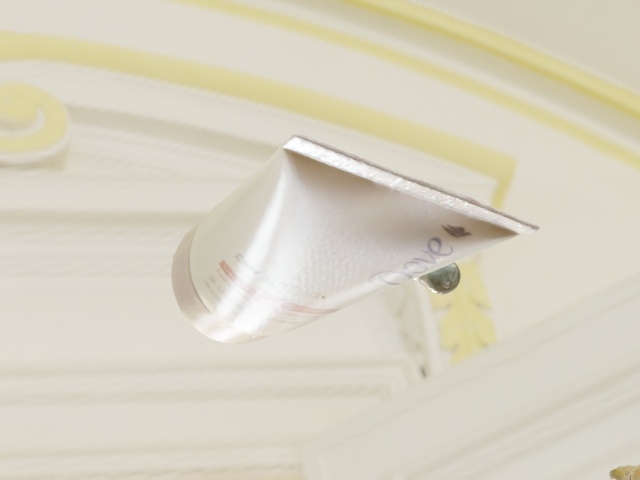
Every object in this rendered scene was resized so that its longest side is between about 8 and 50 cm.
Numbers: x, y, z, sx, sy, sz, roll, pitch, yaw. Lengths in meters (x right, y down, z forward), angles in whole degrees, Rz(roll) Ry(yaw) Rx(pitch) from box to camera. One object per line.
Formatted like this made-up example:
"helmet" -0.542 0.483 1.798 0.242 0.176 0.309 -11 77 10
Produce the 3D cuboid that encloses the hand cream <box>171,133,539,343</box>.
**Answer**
"hand cream" 0.000 0.000 0.780 0.133 0.083 0.248 17 -18 -19

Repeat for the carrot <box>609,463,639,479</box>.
"carrot" 0.329 0.165 0.733 0.241 0.341 0.241 -25 -36 -20

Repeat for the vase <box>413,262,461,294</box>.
"vase" 0.071 -0.005 1.283 0.060 0.211 0.060 -8 -65 -17
